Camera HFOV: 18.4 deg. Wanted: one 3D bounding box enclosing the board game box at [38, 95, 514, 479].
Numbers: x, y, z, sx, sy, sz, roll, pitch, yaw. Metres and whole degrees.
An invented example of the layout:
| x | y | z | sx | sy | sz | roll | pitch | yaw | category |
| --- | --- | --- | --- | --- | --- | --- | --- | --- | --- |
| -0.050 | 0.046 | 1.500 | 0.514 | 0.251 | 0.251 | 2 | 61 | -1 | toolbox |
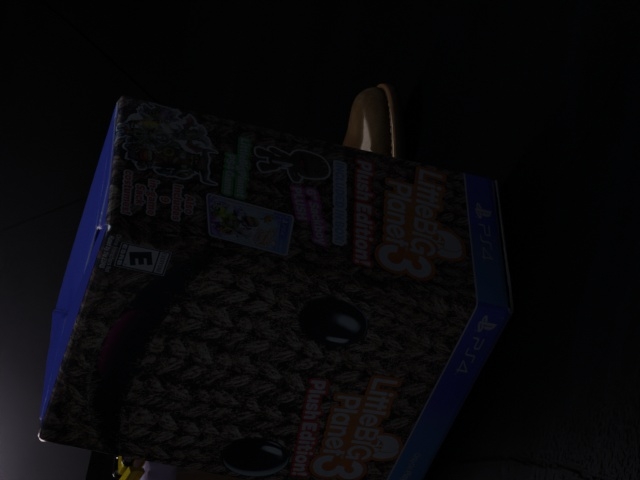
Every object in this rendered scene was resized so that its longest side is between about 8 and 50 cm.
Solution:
| x | y | z | sx | sy | sz | roll | pitch | yaw | category |
| --- | --- | --- | --- | --- | --- | --- | --- | --- | --- |
| -0.038 | 0.052 | 1.449 | 0.141 | 0.291 | 0.232 | -91 | 18 | -47 | board game box |

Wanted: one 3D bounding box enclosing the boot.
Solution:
| x | y | z | sx | sy | sz | roll | pitch | yaw | category |
| --- | --- | --- | --- | --- | --- | --- | --- | --- | --- |
| 0.000 | 0.000 | 1.770 | 0.112 | 0.115 | 0.305 | -154 | 78 | -80 | boot |

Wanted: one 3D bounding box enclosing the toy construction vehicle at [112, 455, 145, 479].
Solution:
| x | y | z | sx | sy | sz | roll | pitch | yaw | category |
| --- | --- | --- | --- | --- | --- | --- | --- | --- | --- |
| -0.178 | 0.240 | 1.767 | 0.086 | 0.035 | 0.098 | -57 | 22 | 33 | toy construction vehicle |

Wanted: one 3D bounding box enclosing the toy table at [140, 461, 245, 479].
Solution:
| x | y | z | sx | sy | sz | roll | pitch | yaw | category |
| --- | --- | --- | --- | --- | --- | --- | --- | --- | --- |
| -0.106 | 0.273 | 1.859 | 0.274 | 0.161 | 0.252 | -96 | 22 | -60 | toy table |
